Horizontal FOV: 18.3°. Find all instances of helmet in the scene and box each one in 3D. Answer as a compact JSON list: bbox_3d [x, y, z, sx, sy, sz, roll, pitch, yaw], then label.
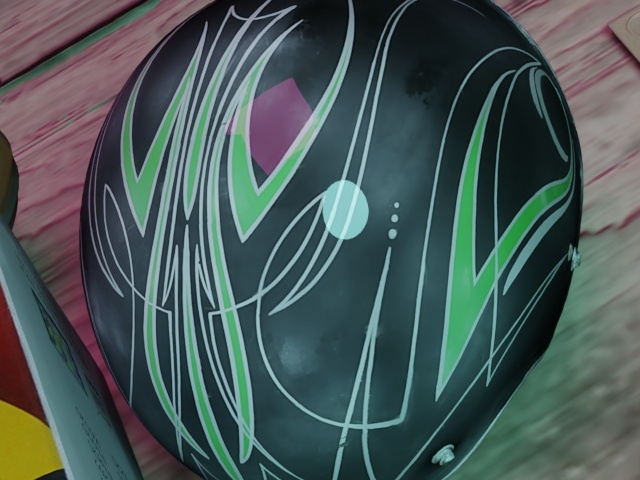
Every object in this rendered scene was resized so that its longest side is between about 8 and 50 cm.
[{"bbox_3d":[0.000,0.000,0.651,0.169,0.169,0.161,5,33,31],"label":"helmet"}]

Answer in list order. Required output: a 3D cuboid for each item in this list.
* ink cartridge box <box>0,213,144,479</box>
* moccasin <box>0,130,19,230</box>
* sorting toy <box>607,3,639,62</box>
[{"bbox_3d":[-0.193,0.156,0.599,0.309,0.130,0.272,-28,42,-2],"label":"ink cartridge box"},{"bbox_3d":[-0.300,0.005,0.796,0.380,0.147,0.139,-7,45,21],"label":"moccasin"},{"bbox_3d":[0.158,-0.089,0.763,0.083,0.012,0.062,-30,36,1],"label":"sorting toy"}]
